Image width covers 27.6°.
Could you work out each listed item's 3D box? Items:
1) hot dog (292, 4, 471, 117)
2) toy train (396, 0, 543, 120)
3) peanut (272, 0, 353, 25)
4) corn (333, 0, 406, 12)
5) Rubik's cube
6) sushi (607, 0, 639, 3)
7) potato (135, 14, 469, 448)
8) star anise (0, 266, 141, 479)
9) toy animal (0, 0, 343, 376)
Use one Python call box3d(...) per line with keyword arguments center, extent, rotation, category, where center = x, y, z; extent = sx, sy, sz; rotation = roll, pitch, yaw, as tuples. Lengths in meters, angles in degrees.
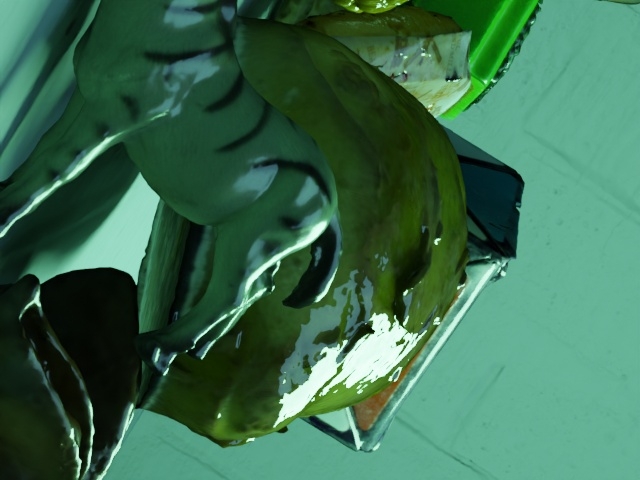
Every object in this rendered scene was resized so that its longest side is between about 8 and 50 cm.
box3d(center=(0.018, -0.121, 0.970), extent=(0.253, 0.069, 0.131), rotation=(-12, 158, -44), category="hot dog")
box3d(center=(0.088, -0.204, 1.160), extent=(0.132, 0.188, 0.243), rotation=(-60, -179, -7), category="toy train")
box3d(center=(0.000, -0.169, 1.038), extent=(0.174, 0.080, 0.080), rotation=(-53, -177, 40), category="peanut")
box3d(center=(0.039, -0.195, 0.733), extent=(0.119, 0.119, 0.322), rotation=(-57, -176, 1), category="corn")
box3d(center=(0.028, 0.003, 1.482), extent=(0.305, 0.307, 0.310), rotation=(-60, -179, 22), category="Rubik's cube")
box3d(center=(0.248, -0.368, 1.048), extent=(0.281, 0.299, 0.294), rotation=(-24, -164, 32), category="sushi")
box3d(center=(0.000, 0.000, 0.767), extent=(0.299, 0.196, 0.246), rotation=(-118, -139, -77), category="potato")
box3d(center=(-0.180, 0.138, 0.633), extent=(0.315, 0.108, 0.315), rotation=(-57, -177, 5), category="star anise")
box3d(center=(-0.048, -0.048, 0.532), extent=(0.176, 0.217, 0.073), rotation=(-42, -141, 1), category="toy animal")
